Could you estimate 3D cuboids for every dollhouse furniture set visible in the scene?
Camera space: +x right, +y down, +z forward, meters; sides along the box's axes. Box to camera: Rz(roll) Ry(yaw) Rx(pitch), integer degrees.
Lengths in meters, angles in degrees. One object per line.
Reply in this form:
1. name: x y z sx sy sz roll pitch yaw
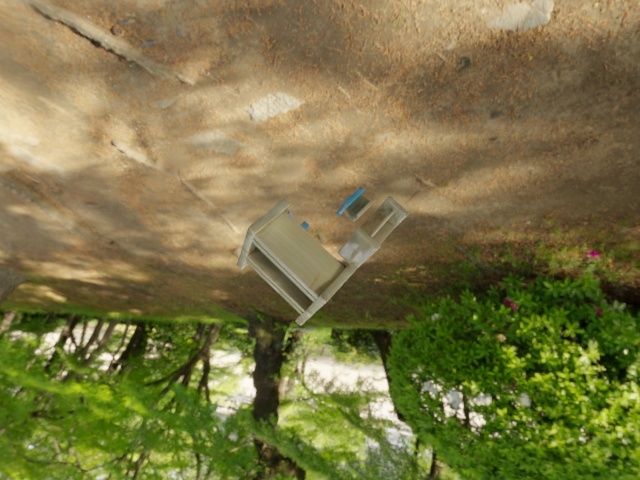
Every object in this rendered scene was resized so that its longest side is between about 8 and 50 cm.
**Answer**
1. dollhouse furniture set: 0.000 0.000 0.586 0.129 0.184 0.129 44 150 4
